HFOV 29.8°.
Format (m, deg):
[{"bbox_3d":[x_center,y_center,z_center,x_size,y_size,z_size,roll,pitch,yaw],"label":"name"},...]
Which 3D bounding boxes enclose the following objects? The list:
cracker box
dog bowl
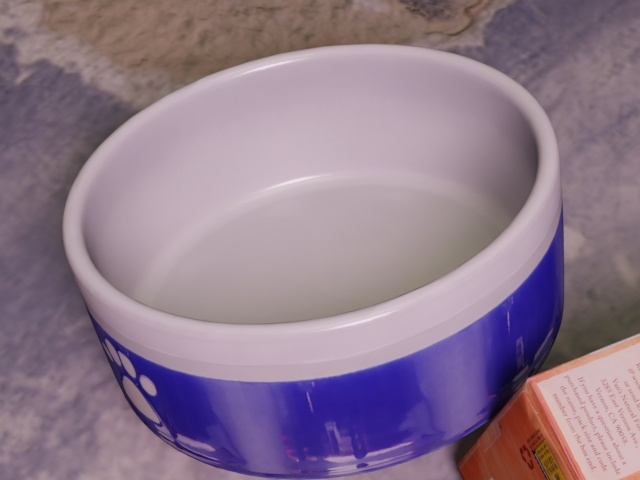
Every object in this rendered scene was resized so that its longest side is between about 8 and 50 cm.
[{"bbox_3d":[0.199,0.083,0.619,0.232,0.155,0.067,-20,69,-15],"label":"cracker box"},{"bbox_3d":[0.000,0.000,0.663,0.265,0.104,0.265,-7,37,6],"label":"dog bowl"}]
